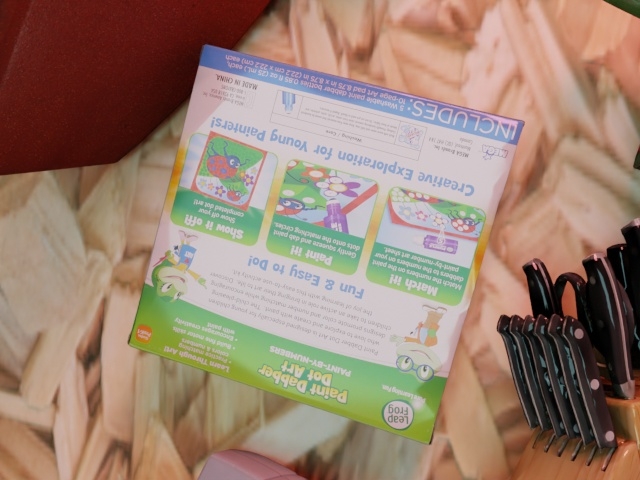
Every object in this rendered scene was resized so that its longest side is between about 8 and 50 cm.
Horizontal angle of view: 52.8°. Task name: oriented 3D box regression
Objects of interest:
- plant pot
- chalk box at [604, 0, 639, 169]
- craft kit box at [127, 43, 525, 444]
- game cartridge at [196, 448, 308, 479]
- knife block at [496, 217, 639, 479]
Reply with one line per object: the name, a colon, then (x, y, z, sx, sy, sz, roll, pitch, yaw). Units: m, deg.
plant pot: (-0.225, -0.197, 0.489, 0.267, 0.267, 0.235, 39, 114, 12)
chalk box: (0.301, -0.112, 0.365, 0.289, 0.180, 0.179, 17, 95, 17)
craft kit box: (0.000, 0.000, 0.503, 0.250, 0.061, 0.246, 17, 92, 9)
game cartridge: (-0.012, 0.301, 0.471, 0.294, 0.060, 0.196, 33, 104, 37)
knife block: (0.232, 0.130, 0.423, 0.276, 0.088, 0.242, 36, 77, -10)
